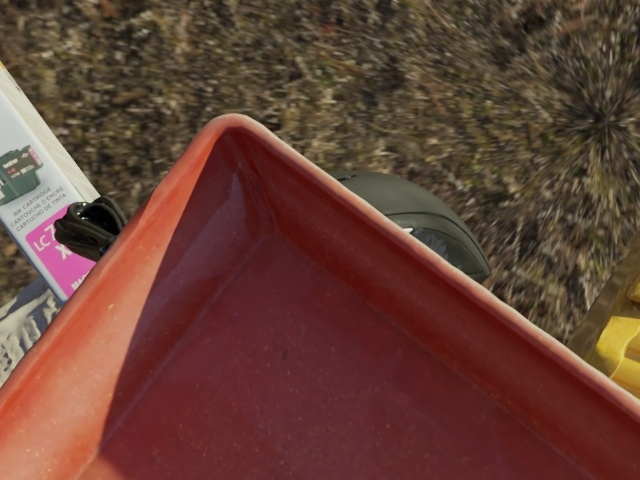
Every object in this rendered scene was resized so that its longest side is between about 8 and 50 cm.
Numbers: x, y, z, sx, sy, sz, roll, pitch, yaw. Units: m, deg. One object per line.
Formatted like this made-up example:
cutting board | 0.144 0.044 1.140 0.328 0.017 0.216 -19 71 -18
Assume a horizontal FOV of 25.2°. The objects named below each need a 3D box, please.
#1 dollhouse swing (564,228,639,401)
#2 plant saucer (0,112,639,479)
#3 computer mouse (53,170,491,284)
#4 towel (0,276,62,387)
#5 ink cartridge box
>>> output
dollhouse swing | 0.358 0.182 1.312 0.305 0.315 0.347 31 119 6
plant saucer | -0.011 0.132 0.407 0.259 0.048 0.258 37 89 29
computer mouse | 0.000 0.000 0.779 0.262 0.184 0.060 3 105 -25
towel | -0.184 0.151 1.187 0.187 0.049 0.282 -39 69 14
ink cartridge box | -0.231 -0.078 1.025 0.065 0.186 0.311 -34 88 -3
